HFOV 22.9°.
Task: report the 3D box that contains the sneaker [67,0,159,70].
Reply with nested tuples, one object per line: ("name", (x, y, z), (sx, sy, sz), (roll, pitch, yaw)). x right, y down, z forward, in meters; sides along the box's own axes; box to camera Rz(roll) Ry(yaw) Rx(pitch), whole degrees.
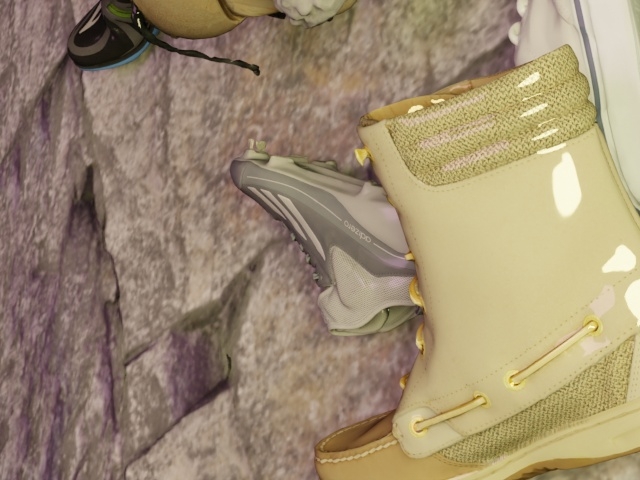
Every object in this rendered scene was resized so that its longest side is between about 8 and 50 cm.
("sneaker", (-0.147, -0.201, 1.229), (0.188, 0.078, 0.067), (-39, 53, 40))

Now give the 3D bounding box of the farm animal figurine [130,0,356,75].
("farm animal figurine", (-0.079, -0.278, 1.057), (0.330, 0.172, 0.327), (-13, 75, 60))

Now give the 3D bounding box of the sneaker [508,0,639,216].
("sneaker", (0.140, -0.128, 0.837), (0.091, 0.094, 0.258), (-21, 66, 42))

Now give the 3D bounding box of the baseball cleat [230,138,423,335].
("baseball cleat", (0.000, 0.000, 1.000), (0.206, 0.072, 0.109), (20, 103, 55))

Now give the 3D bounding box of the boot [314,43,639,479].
("boot", (0.065, 0.028, 0.817), (0.262, 0.095, 0.203), (-24, 97, 42))
